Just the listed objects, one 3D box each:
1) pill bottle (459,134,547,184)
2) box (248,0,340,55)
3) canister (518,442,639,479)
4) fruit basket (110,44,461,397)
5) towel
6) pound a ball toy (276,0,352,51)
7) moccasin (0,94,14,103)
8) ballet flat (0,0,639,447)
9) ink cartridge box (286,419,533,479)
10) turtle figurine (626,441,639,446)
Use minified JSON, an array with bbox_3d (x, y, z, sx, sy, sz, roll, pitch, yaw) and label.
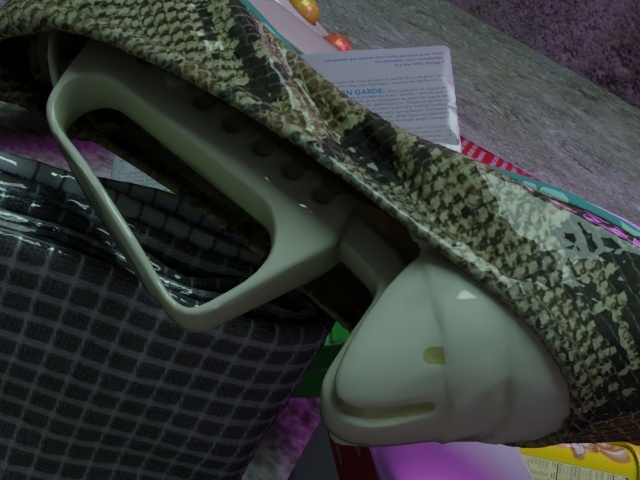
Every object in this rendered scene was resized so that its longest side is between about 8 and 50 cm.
[{"bbox_3d":[0.141,0.017,0.968,0.408,0.229,0.229,31,27,6],"label":"pill bottle"},{"bbox_3d":[-0.053,-0.220,1.116,0.275,0.094,0.113,40,24,4],"label":"box"},{"bbox_3d":[0.191,0.203,0.812,0.170,0.126,0.073,15,73,-17],"label":"canister"},{"bbox_3d":[-0.033,-0.029,0.822,0.327,0.165,0.353,-4,51,5],"label":"fruit basket"},{"bbox_3d":[-0.162,0.075,0.593,0.284,0.235,0.121,18,35,-18],"label":"towel"},{"bbox_3d":[-0.052,-0.287,1.334,0.319,0.136,0.208,48,19,1],"label":"pound a ball toy"},{"bbox_3d":[-0.260,-0.194,1.091,0.139,0.147,0.380,49,27,8],"label":"moccasin"},{"bbox_3d":[0.000,0.000,0.504,0.483,0.164,0.182,36,56,14],"label":"ballet flat"},{"bbox_3d":[0.047,0.205,0.619,0.128,0.176,0.127,17,26,-21],"label":"ink cartridge box"},{"bbox_3d":[0.410,0.204,0.830,0.198,0.266,0.274,-12,44,-31],"label":"turtle figurine"}]
